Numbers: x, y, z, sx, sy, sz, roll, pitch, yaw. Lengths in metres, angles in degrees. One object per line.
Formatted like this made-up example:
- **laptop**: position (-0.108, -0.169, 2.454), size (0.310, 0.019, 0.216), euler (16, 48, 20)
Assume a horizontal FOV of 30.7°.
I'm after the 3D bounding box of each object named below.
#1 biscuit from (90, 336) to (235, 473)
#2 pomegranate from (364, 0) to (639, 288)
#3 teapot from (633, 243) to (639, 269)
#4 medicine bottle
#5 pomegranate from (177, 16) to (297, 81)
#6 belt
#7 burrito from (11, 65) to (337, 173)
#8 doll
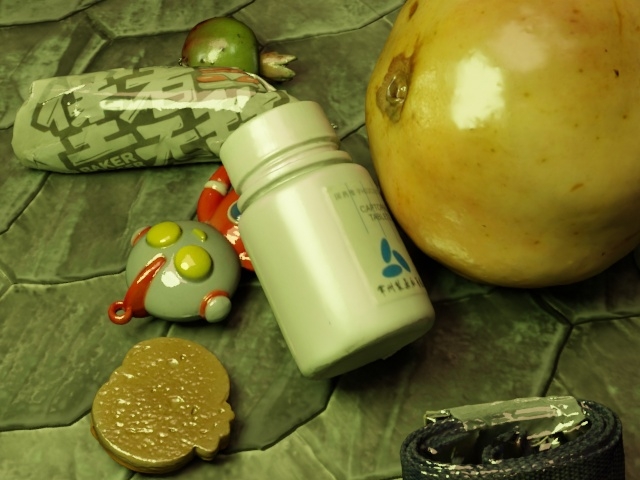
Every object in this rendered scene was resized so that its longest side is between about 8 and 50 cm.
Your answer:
- **biscuit**: position (-0.172, 0.195, 1.331), size (0.170, 0.050, 0.170), euler (2, 52, -3)
- **pomegranate**: position (0.252, -0.151, 1.356), size (0.412, 0.411, 0.411), euler (-3, 51, 4)
- **teapot**: position (0.416, 0.005, 1.416), size (0.064, 0.064, 0.083), euler (-1, 19, -4)
- **medicine bottle**: position (0.000, 0.000, 1.332), size (0.170, 0.170, 0.293), euler (-23, 77, -12)
- **pomegranate**: position (-0.121, -0.258, 1.642), size (0.159, 0.129, 0.129), euler (-24, 52, -22)
- **belt**: position (0.200, 0.246, 1.200), size (0.231, 0.126, 0.139), euler (-10, 23, -3)
- **burrito**: position (-0.200, -0.166, 1.560), size (0.446, 0.139, 0.101), euler (-3, 22, 8)
- **doll**: position (-0.124, 0.001, 1.444), size (0.336, 0.105, 0.200), euler (-35, 59, -21)
